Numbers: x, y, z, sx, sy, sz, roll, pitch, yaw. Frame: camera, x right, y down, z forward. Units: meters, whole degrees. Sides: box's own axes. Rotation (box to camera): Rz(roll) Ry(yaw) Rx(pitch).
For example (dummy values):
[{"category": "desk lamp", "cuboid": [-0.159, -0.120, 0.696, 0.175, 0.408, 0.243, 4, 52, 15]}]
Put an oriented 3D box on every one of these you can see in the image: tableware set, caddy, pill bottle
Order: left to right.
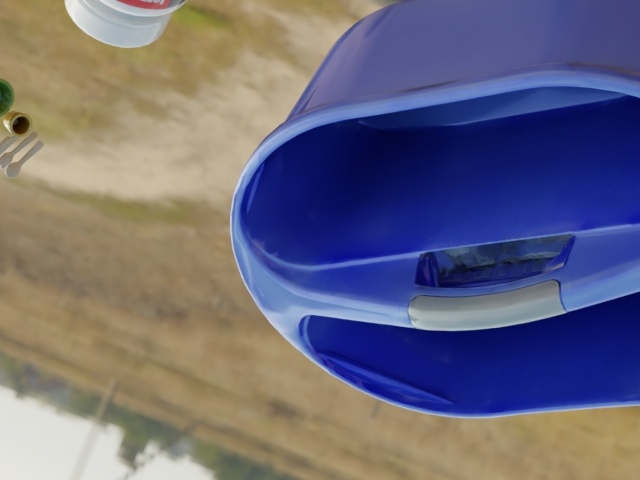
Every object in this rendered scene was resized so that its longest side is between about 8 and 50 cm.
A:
[{"category": "tableware set", "cuboid": [-0.317, -0.068, 1.556, 0.024, 0.154, 0.104, 29, 158, 48]}, {"category": "pill bottle", "cuboid": [-0.207, -0.375, 2.123, 0.161, 0.161, 0.283, 23, 136, -8]}, {"category": "caddy", "cuboid": [0.115, -0.012, 1.017, 0.341, 0.179, 0.241, -8, 126, 29]}]
